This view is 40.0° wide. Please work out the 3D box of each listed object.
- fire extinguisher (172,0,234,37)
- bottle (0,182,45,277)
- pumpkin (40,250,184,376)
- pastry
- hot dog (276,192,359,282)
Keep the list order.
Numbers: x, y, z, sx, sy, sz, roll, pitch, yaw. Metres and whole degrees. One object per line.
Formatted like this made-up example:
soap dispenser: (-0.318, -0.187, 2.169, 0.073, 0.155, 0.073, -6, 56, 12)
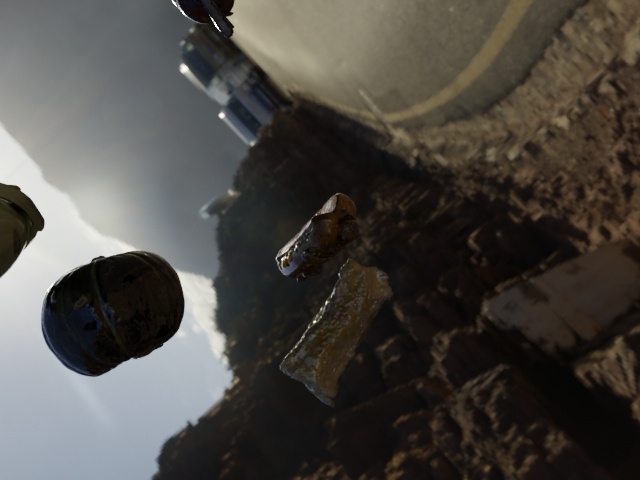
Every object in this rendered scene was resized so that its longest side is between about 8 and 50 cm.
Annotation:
fire extinguisher: (-0.188, -0.414, 1.476, 0.141, 0.105, 0.341, 44, -169, -24)
bottle: (-0.745, -0.026, 1.952, 0.229, 0.229, 0.351, 47, -161, -9)
pumpkin: (-0.448, 0.151, 1.914, 0.241, 0.323, 0.323, 64, -177, 3)
pastry: (0.029, 0.157, 1.584, 0.121, 0.258, 0.089, 29, 175, -13)
hot dog: (0.000, 0.000, 1.326, 0.072, 0.109, 0.269, 42, 161, -4)
